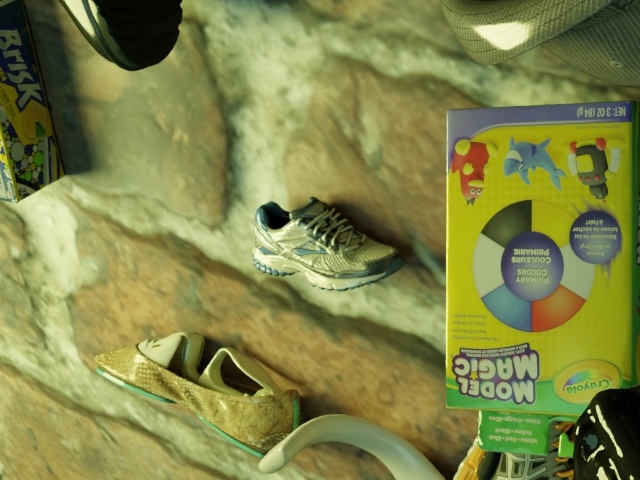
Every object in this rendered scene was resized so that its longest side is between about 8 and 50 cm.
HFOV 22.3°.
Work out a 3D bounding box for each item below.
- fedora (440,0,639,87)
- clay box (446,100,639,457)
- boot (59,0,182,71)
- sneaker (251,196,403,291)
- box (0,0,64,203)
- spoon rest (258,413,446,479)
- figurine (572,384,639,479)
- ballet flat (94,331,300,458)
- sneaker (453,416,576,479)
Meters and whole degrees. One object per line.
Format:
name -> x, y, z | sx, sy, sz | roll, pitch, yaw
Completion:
fedora -> 0.189, -0.173, 0.845 | 0.124, 0.244, 0.275 | 35, 139, -23
clay box -> 0.144, 0.027, 1.016 | 0.127, 0.053, 0.222 | -1, 88, 31
boot -> -0.224, -0.224, 1.217 | 0.207, 0.094, 0.246 | -15, 98, 41
sneaker -> 0.000, 0.000, 1.198 | 0.135, 0.052, 0.058 | 9, 116, 36
box -> -0.267, -0.121, 1.344 | 0.054, 0.059, 0.169 | 10, 121, 35
spoon rest -> 0.085, 0.228, 1.248 | 0.276, 0.084, 0.137 | 41, 150, -2
figurine -> 0.272, 0.158, 0.890 | 0.209, 0.215, 0.092 | -111, 11, -58
ballet flat -> -0.097, 0.114, 1.350 | 0.206, 0.073, 0.067 | 21, 100, 26
sneaker -> 0.155, 0.136, 1.131 | 0.083, 0.084, 0.215 | 33, 142, 19
